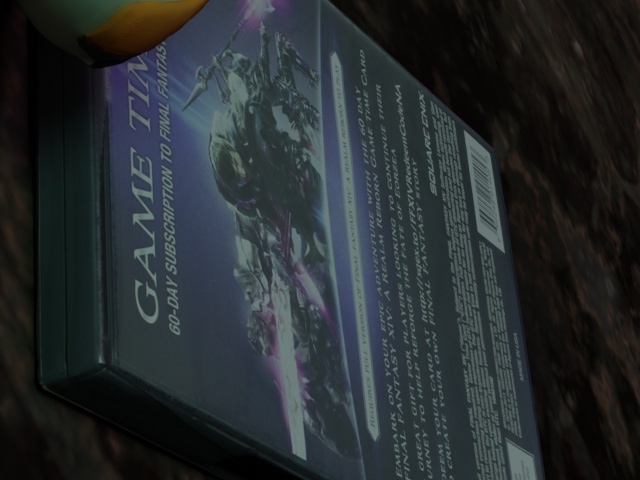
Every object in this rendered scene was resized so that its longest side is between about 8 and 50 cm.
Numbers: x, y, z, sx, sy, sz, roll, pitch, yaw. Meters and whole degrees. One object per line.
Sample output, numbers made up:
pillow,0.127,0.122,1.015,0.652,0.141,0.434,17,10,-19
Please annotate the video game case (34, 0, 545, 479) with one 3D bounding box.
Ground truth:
video game case,0.000,0.000,0.627,0.274,0.026,0.196,35,42,-50

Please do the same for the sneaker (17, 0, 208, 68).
sneaker,-0.094,-0.165,0.497,0.121,0.099,0.262,18,48,-50
